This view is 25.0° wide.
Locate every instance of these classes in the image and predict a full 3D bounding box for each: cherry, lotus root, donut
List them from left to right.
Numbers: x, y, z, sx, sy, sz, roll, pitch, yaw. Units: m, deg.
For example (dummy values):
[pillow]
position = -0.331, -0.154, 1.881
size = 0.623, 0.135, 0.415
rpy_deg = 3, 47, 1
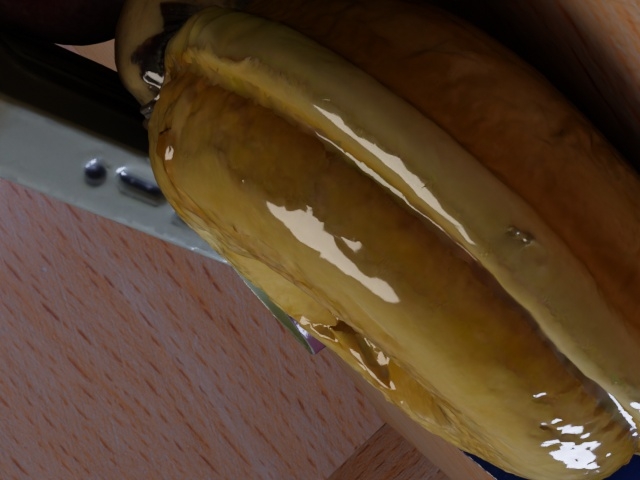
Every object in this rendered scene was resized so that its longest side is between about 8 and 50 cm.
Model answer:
[cherry]
position = -0.237, -0.280, 1.345
size = 0.213, 0.266, 0.183
rpy_deg = 27, 132, -3
[lotus root]
position = -0.088, -0.169, 1.262
size = 0.183, 0.183, 0.310
rpy_deg = 49, -176, -14
[donut]
position = 0.075, -0.003, 0.987
size = 0.449, 0.198, 0.449
rpy_deg = 39, 173, 6

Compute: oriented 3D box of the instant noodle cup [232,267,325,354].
[instant noodle cup]
position = 0.000, 0.000, 1.584
size = 0.235, 0.178, 0.235
rpy_deg = 48, 174, 7

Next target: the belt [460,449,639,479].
[belt]
position = 0.194, 0.158, 1.325
size = 0.347, 0.117, 0.212
rpy_deg = 40, -170, 30

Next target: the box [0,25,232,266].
[box]
position = -0.208, -0.104, 1.350
size = 0.367, 0.090, 0.373
rpy_deg = 21, -170, -32
